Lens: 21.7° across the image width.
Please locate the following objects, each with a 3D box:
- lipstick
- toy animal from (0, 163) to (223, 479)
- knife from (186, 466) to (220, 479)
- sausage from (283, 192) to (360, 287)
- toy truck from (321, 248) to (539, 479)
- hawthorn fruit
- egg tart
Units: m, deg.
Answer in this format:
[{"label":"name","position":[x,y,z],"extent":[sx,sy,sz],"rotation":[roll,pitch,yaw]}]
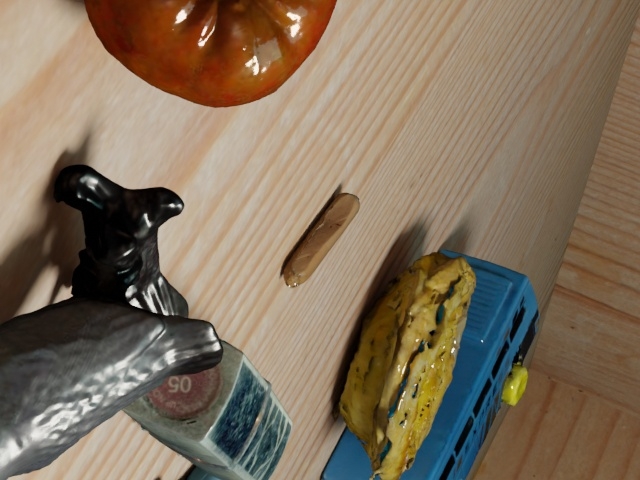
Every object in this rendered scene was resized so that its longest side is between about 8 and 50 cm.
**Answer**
[{"label":"lipstick","position":[-0.077,0.127,1.220],"extent":[0.290,0.076,0.077],"rotation":[71,42,-74]},{"label":"toy animal","position":[-0.127,0.079,0.856],"extent":[0.210,0.117,0.121],"rotation":[-60,172,-34]},{"label":"knife","position":[-0.127,0.214,1.296],"extent":[0.058,0.032,0.244],"rotation":[-67,163,12]},{"label":"sausage","position":[0.000,0.000,1.424],"extent":[0.116,0.026,0.026],"rotation":[-54,162,-44]},{"label":"toy truck","position":[0.135,0.204,2.055],"extent":[0.385,0.161,0.162],"rotation":[-60,154,-24]},{"label":"hawthorn fruit","position":[-0.049,-0.125,0.800],"extent":[0.125,0.125,0.140],"rotation":[-64,165,-10]},{"label":"egg tart","position":[0.085,0.138,1.840],"extent":[0.291,0.107,0.291],"rotation":[18,90,-78]}]
